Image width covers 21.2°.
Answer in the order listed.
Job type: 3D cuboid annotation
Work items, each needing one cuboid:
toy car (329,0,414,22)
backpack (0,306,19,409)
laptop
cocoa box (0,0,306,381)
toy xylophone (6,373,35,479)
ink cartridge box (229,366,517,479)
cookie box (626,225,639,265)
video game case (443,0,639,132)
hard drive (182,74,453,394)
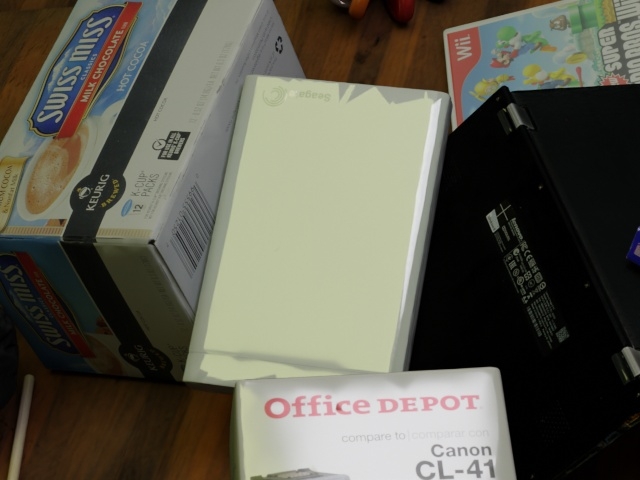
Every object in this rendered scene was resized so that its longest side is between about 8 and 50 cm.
[{"bbox_3d":[0.088,-0.321,1.949,0.182,0.159,0.136,-38,81,-13],"label":"toy car"},{"bbox_3d":[-0.379,0.086,1.675,0.182,0.152,0.115,30,42,32],"label":"backpack"},{"bbox_3d":[0.259,0.061,1.574,0.408,0.236,0.382,-42,44,25],"label":"laptop"},{"bbox_3d":[-0.171,-0.060,1.741,0.228,0.231,0.347,3,51,24],"label":"cocoa box"},{"bbox_3d":[-0.410,0.206,1.711,0.236,0.081,0.323,-16,46,8],"label":"toy xylophone"},{"bbox_3d":[0.046,0.263,1.330,0.226,0.131,0.306,-2,60,-6],"label":"ink cartridge box"},{"bbox_3d":[0.327,-0.003,1.467,0.092,0.040,0.107,32,48,15],"label":"cookie box"},{"bbox_3d":[0.275,-0.184,1.809,0.285,0.025,0.204,-13,46,13],"label":"video game case"},{"bbox_3d":[0.000,0.000,1.597,0.203,0.040,0.307,6,73,13],"label":"hard drive"}]
